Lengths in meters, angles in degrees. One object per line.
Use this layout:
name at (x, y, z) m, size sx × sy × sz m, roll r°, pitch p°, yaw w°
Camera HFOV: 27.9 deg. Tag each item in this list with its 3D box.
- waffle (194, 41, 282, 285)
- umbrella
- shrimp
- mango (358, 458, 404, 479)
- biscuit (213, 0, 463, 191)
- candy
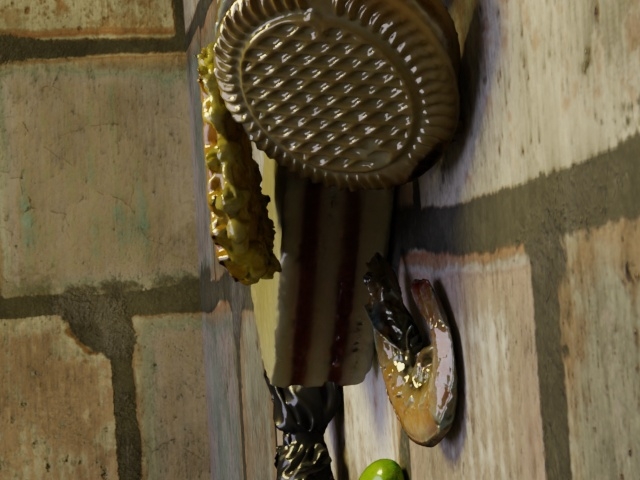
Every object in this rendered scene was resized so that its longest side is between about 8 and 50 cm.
waffle at (-0.089, -0.079, 1.345) m, size 0.243 × 0.058 × 0.238 m, roll 78°, pitch -174°, yaw -62°
umbrella at (-0.021, 0.256, 1.778) m, size 0.122 × 0.110 × 0.272 m, roll 129°, pitch 141°, yaw -73°
shrimp at (0.094, 0.092, 1.317) m, size 0.143 × 0.052 × 0.251 m, roll 112°, pitch 147°, yaw -41°
mango at (0.067, 0.294, 1.466) m, size 0.073 × 0.056 × 0.108 m, roll -113°, pitch 35°, yaw -49°
biscuit at (0.015, -0.158, 1.190) m, size 0.259 × 0.259 × 0.079 m, roll 100°, pitch -169°, yaw -47°
candy at (0.000, 0.000, 1.524) m, size 0.179 × 0.135 × 0.321 m, roll -108°, pitch 21°, yaw -53°
